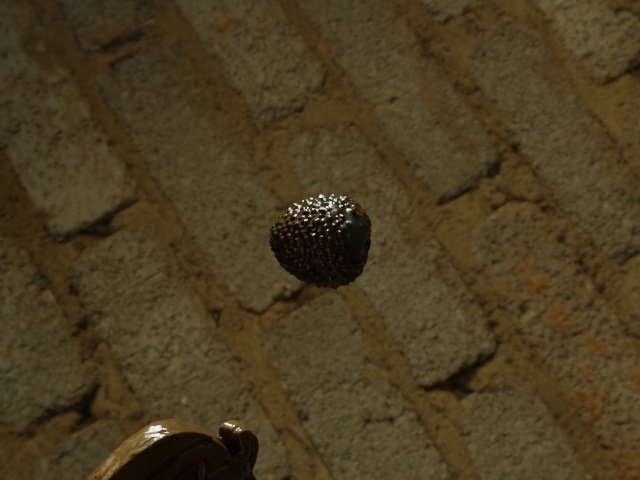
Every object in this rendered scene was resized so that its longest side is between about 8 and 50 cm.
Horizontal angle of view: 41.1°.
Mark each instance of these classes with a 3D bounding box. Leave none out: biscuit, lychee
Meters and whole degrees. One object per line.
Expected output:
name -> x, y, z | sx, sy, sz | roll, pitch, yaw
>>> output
biscuit -> -0.208, 0.408, 1.287 | 0.063, 0.314, 0.367 | 35, -16, 41
lychee -> 0.000, 0.000, 1.375 | 0.171, 0.171, 0.171 | 56, -13, 20
